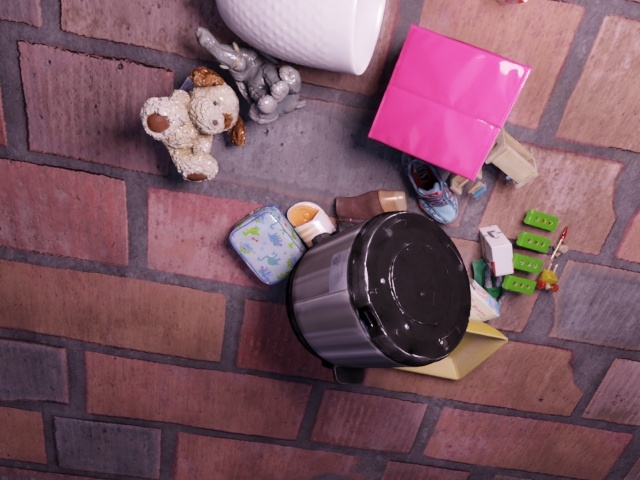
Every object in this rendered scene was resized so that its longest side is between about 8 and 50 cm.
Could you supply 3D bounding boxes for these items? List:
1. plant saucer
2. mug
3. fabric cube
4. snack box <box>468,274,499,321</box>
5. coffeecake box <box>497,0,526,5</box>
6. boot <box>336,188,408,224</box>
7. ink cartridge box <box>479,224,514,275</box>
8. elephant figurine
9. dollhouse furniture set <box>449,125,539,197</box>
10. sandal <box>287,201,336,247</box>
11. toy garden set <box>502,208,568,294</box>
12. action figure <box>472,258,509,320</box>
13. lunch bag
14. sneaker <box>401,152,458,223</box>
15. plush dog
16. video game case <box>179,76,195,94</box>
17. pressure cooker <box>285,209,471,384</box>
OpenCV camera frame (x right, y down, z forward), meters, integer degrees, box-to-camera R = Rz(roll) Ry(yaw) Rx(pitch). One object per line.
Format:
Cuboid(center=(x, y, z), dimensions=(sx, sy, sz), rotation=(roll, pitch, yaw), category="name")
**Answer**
Cuboid(center=(0.368, 0.330, 1.399), dimensions=(0.333, 0.081, 0.333), rotation=(12, 140, -6), category="plant saucer")
Cuboid(center=(-0.034, -0.578, 0.928), dimensions=(0.328, 0.276, 0.374), rotation=(16, 100, 12), category="mug")
Cuboid(center=(0.298, -0.323, 1.014), dimensions=(0.258, 0.254, 0.259), rotation=(26, 115, 10), category="fabric cube")
Cuboid(center=(0.380, 0.162, 1.326), dimensions=(0.322, 0.060, 0.187), rotation=(39, 132, -25), category="snack box")
Cuboid(center=(0.399, -0.625, 0.967), dimensions=(0.185, 0.142, 0.068), rotation=(38, 110, -16), category="coffeecake box")
Cuboid(center=(0.166, -0.037, 1.293), dimensions=(0.207, 0.090, 0.248), rotation=(-6, 120, 18), category="boot")
Cuboid(center=(0.520, 0.028, 1.277), dimensions=(0.056, 0.135, 0.099), rotation=(-12, 114, 9), category="ink cartridge box")
Cuboid(center=(-0.165, -0.421, 1.067), dimensions=(0.169, 0.186, 0.239), rotation=(-42, 82, -18), category="elephant figurine")
Cuboid(center=(0.475, -0.201, 1.194), dimensions=(0.129, 0.129, 0.184), rotation=(33, 135, -15), category="dollhouse furniture set")
Cuboid(center=(0.009, -0.006, 1.293), dimensions=(0.102, 0.076, 0.265), rotation=(-38, 109, 16), category="sandal")
Cuboid(center=(0.665, 0.043, 1.316), dimensions=(0.204, 0.049, 0.244), rotation=(13, 98, -21), category="toy garden set")
Cuboid(center=(0.551, 0.162, 1.384), dimensions=(0.137, 0.063, 0.232), rotation=(-6, 118, -1), category="action figure")
Cuboid(center=(-0.156, 0.014, 1.295), dimensions=(0.176, 0.090, 0.219), rotation=(-32, 111, 13), category="lunch bag")
Cuboid(center=(0.302, -0.138, 1.202), dimensions=(0.104, 0.125, 0.262), rotation=(-29, 111, 23), category="sneaker")
Cuboid(center=(-0.313, -0.316, 1.105), dimensions=(0.225, 0.210, 0.262), rotation=(-29, 141, -2), category="plush dog")
Cuboid(center=(-0.330, -0.365, 1.162), dimensions=(0.122, 0.011, 0.087), rotation=(39, 109, -16), category="video game case")
Cuboid(center=(0.116, 0.137, 1.111), dimensions=(0.375, 0.370, 0.420), rotation=(53, 143, -9), category="pressure cooker")
